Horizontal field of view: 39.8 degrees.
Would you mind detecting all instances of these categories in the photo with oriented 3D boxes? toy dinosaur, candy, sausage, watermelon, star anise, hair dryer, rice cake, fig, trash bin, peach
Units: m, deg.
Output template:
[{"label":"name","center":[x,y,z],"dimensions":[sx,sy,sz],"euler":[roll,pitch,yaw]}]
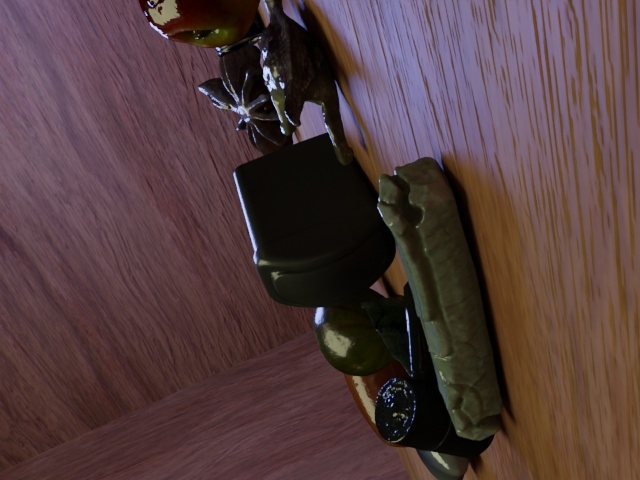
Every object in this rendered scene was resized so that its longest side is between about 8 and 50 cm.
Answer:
[{"label":"toy dinosaur","center":[-0.036,-0.210,1.063],"dimensions":[0.162,0.077,0.294],"euler":[71,174,-52]},{"label":"candy","center":[0.177,0.300,1.339],"dimensions":[0.174,0.071,0.138],"euler":[77,169,-68]},{"label":"sausage","center":[0.108,0.241,1.553],"dimensions":[0.133,0.133,0.258],"euler":[79,168,-74]},{"label":"watermelon","center":[0.131,0.143,1.093],"dimensions":[0.187,0.071,0.139],"euler":[56,180,23]},{"label":"star anise","center":[-0.138,-0.286,1.791],"dimensions":[0.257,0.111,0.198],"euler":[50,150,3]},{"label":"hair dryer","center":[0.122,0.129,0.990],"dimensions":[0.124,0.071,0.219],"euler":[17,-125,-34]},{"label":"rice cake","center":[0.118,0.070,0.805],"dimensions":[0.066,0.063,0.336],"euler":[-103,-7,-48]},{"label":"fig","center":[0.094,0.127,1.366],"dimensions":[0.259,0.151,0.151],"euler":[-27,87,56]},{"label":"trash bin","center":[-0.011,-0.025,1.154],"dimensions":[0.101,0.177,0.236],"euler":[69,178,-46]},{"label":"peach","center":[-0.171,-0.376,1.235],"dimensions":[0.197,0.197,0.197],"euler":[156,90,-86]}]

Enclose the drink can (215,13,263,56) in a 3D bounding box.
[{"label":"drink can","center":[-0.183,-0.445,1.533],"dimensions":[0.097,0.097,0.235],"euler":[-135,21,-80]}]
